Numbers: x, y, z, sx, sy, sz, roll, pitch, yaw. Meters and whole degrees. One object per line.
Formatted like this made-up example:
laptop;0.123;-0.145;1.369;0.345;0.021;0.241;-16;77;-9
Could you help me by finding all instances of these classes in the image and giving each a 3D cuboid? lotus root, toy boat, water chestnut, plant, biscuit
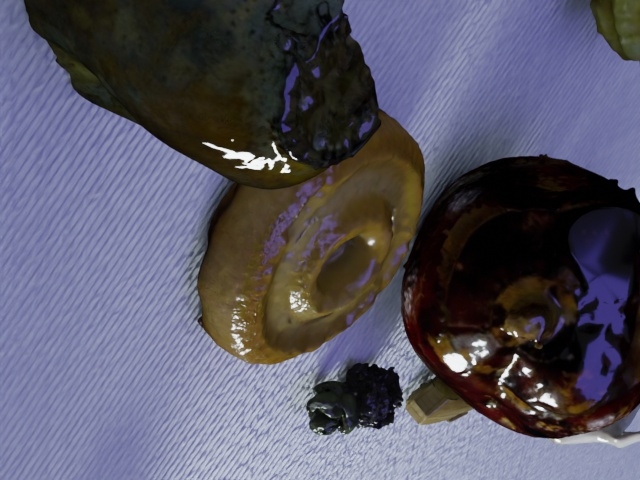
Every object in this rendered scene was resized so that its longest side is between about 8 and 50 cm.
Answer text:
lotus root;-0.088;-0.132;1.461;0.149;0.260;0.267;-44;150;-16
toy boat;0.183;0.197;2.427;0.206;0.064;0.072;-14;146;-50
water chestnut;0.250;0.056;2.174;0.335;0.347;0.335;-3;104;-11
plant;0.034;0.188;2.184;0.174;0.087;0.085;-12;100;-57
biscuit;0.000;0.000;1.906;0.296;0.102;0.296;-39;150;-28

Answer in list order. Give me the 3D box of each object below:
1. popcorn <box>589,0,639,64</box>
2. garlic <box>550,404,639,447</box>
popcorn;0.416;-0.304;2.118;0.256;0.195;0.255;-39;138;-27
garlic;0.340;0.151;2.387;0.245;0.340;0.231;-13;145;10
